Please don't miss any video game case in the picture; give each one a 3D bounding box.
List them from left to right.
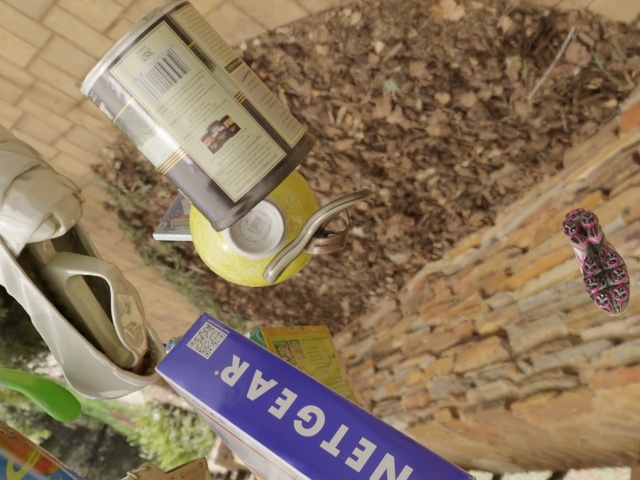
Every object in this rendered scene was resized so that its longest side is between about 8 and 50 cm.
[{"bbox_3d":[-0.298,-0.069,1.844,0.202,0.183,0.023,1,134,23],"label":"video game case"}]

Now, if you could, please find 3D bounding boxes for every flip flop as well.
[{"bbox_3d":[0.000,0.000,1.380,0.080,0.277,0.112,48,-160,6],"label":"flip flop"}]

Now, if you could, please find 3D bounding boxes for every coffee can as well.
[{"bbox_3d":[-0.170,-0.178,1.050,0.275,0.201,0.202,47,151,-12],"label":"coffee can"}]

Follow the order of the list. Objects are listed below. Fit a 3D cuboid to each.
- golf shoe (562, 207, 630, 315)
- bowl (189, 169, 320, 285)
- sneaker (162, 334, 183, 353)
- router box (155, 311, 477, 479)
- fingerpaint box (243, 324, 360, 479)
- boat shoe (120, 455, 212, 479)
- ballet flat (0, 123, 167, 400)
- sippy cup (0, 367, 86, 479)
[{"bbox_3d":[0.442,0.039,1.149,0.068,0.186,0.086,-24,143,21],"label":"golf shoe"},{"bbox_3d":[-0.134,-0.034,1.529,0.290,0.289,0.156,21,-177,-7],"label":"bowl"},{"bbox_3d":[-0.292,0.227,1.549,0.144,0.059,0.053,-26,172,29],"label":"sneaker"},{"bbox_3d":[0.018,0.249,0.782,0.336,0.082,0.301,26,155,32],"label":"router box"},{"bbox_3d":[-0.060,0.419,1.899,0.163,0.371,0.445,-27,166,17],"label":"fingerpaint box"},{"bbox_3d":[-0.325,0.458,1.337,0.109,0.098,0.302,-24,161,40],"label":"boat shoe"},{"bbox_3d":[-0.281,0.012,0.780,0.139,0.139,0.400,0,127,38],"label":"ballet flat"},{"bbox_3d":[-0.368,0.311,0.799,0.224,0.240,0.305,28,130,-1],"label":"sippy cup"}]
